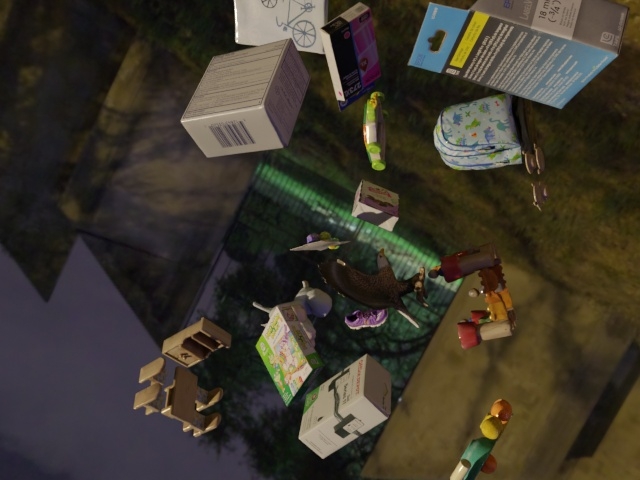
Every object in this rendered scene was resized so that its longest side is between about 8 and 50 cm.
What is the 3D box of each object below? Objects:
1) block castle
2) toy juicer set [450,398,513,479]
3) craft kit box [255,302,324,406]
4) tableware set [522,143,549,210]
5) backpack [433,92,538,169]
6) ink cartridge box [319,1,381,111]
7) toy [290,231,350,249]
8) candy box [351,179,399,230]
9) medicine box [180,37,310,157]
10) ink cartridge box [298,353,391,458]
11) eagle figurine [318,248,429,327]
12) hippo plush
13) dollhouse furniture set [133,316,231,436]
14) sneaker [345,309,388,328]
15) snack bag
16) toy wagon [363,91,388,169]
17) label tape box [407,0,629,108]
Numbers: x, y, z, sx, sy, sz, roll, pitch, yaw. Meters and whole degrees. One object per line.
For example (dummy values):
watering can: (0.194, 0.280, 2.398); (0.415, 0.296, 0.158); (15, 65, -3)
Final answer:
block castle: (0.515, 0.180, 1.983); (0.212, 0.303, 0.453); (-16, 174, 20)
toy juicer set: (0.434, 0.566, 1.560); (0.089, 0.329, 0.209); (32, 143, 21)
craft kit box: (-0.107, 0.377, 1.936); (0.060, 0.250, 0.247); (-8, -127, -34)
tableware set: (0.538, -0.157, 1.462); (0.020, 0.169, 0.141); (-9, 180, 35)
backpack: (0.610, -0.405, 2.226); (0.355, 0.290, 0.273); (-11, 159, 34)
ink cartridge box: (0.116, -0.621, 2.056); (0.069, 0.175, 0.371); (45, 166, 32)
toy: (0.000, 0.000, 2.168); (0.136, 0.056, 0.237); (-17, 168, 27)
candy box: (0.215, -0.138, 2.271); (0.164, 0.070, 0.196); (21, -148, -5)
medicine box: (-0.198, -0.392, 1.626); (0.263, 0.289, 0.149); (-3, 141, 26)
ink cartridge box: (0.059, 0.381, 1.362); (0.087, 0.208, 0.153); (44, -156, -15)
eagle figurine: (0.160, 0.129, 1.726); (0.298, 0.226, 0.225); (-7, -142, 9)
hippo plush: (-0.072, 0.314, 2.439); (0.294, 0.235, 0.236); (3, -151, 47)
dollhouse furniture set: (-0.335, 0.351, 1.540); (0.212, 0.161, 0.242); (42, -150, -36)
sneaker: (0.171, 0.288, 2.204); (0.071, 0.169, 0.068); (49, -152, -48)
snack bag: (-0.139, -0.798, 1.968); (0.342, 0.323, 0.037); (8, -148, 13)
toy wagon: (0.218, -0.457, 2.336); (0.068, 0.267, 0.344); (-1, 154, 15)
label tape box: (0.357, -0.384, 1.116); (0.333, 0.106, 0.240); (17, 170, 2)
